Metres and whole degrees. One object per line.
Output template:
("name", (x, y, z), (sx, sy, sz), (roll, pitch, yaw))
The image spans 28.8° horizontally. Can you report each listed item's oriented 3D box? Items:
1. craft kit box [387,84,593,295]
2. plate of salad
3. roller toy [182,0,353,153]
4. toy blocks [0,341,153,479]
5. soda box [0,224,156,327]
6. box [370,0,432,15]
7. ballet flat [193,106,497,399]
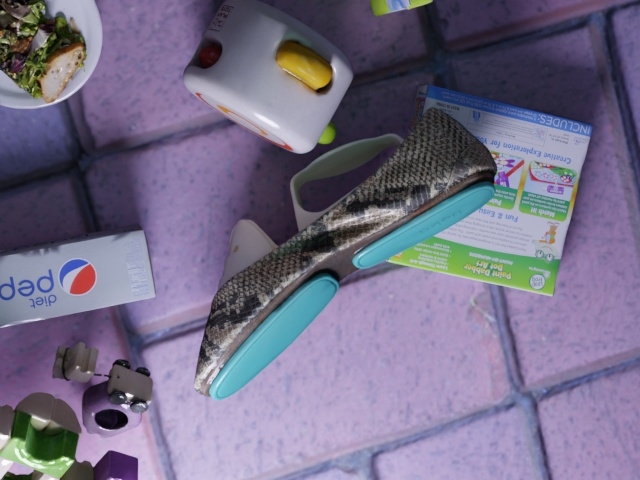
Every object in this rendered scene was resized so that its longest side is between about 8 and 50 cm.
("craft kit box", (0.228, -0.067, 1.716), (0.250, 0.061, 0.247), (13, 91, -13))
("plate of salad", (-0.372, -0.257, 1.548), (0.200, 0.048, 0.200), (-2, 113, -5))
("roller toy", (-0.063, -0.213, 1.563), (0.191, 0.209, 0.146), (29, 88, 15))
("toy blocks", (-0.391, 0.300, 1.533), (0.288, 0.309, 0.260), (26, 126, -23))
("soda box", (-0.357, 0.051, 1.579), (0.286, 0.098, 0.091), (-11, 97, -11))
("box", (0.094, -0.347, 1.590), (0.042, 0.178, 0.109), (-17, 100, -10))
("ballet flat", (0.000, 0.000, 1.620), (0.483, 0.164, 0.182), (-38, 72, 1))
